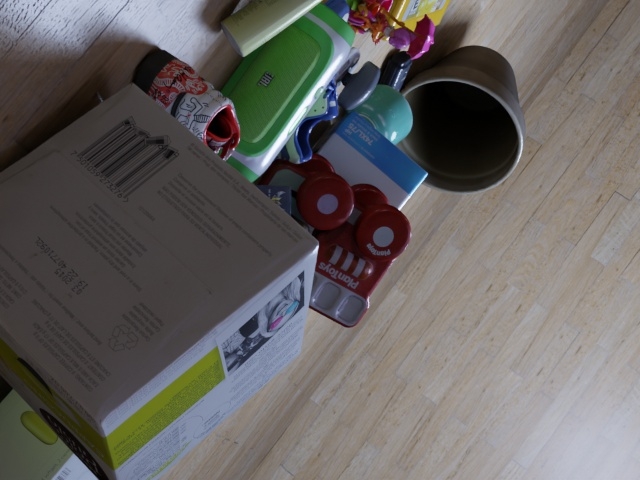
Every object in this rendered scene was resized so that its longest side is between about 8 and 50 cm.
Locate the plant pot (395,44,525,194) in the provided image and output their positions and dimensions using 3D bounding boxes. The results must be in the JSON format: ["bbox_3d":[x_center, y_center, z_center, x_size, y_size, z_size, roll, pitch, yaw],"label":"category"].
[{"bbox_3d":[0.346,-0.319,2.554,0.280,0.323,0.323,-63,175,-45],"label":"plant pot"}]

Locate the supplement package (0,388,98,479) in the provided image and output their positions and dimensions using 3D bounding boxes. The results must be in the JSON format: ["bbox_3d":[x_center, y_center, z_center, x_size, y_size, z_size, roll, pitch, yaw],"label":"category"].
[{"bbox_3d":[-0.442,0.344,1.657,0.262,0.145,0.204,-51,165,-16],"label":"supplement package"}]

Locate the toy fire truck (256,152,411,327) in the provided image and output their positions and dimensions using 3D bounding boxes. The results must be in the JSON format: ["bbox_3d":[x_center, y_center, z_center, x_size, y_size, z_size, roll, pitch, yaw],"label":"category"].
[{"bbox_3d":[0.000,0.000,1.936,0.253,0.302,0.169,-58,-158,9],"label":"toy fire truck"}]

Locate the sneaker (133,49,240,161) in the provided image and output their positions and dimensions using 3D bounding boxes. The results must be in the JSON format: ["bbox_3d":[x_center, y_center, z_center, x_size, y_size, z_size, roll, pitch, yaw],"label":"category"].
[{"bbox_3d":[-0.196,-0.133,1.522,0.090,0.145,0.270,-44,162,-35],"label":"sneaker"}]

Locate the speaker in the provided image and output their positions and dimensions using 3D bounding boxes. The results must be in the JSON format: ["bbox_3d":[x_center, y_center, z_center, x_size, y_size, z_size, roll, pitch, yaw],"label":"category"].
[{"bbox_3d":[-0.073,-0.238,1.701,0.296,0.131,0.131,-55,165,0],"label":"speaker"}]

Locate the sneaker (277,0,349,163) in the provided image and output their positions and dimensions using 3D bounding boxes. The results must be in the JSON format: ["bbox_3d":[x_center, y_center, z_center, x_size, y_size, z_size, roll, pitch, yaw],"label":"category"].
[{"bbox_3d":[-0.007,-0.270,1.833,0.112,0.131,0.296,-20,141,-62],"label":"sneaker"}]

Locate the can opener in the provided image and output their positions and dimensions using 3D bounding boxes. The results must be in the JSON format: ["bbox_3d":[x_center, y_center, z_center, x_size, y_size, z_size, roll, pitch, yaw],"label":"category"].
[{"bbox_3d":[0.001,-0.243,1.980,0.283,0.095,0.076,-50,164,-18],"label":"can opener"}]

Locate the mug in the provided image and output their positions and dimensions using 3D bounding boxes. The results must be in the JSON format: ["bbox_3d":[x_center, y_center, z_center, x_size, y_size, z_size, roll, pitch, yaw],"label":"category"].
[{"bbox_3d":[0.118,-0.237,2.249,0.097,0.130,0.157,-38,115,-43],"label":"mug"}]

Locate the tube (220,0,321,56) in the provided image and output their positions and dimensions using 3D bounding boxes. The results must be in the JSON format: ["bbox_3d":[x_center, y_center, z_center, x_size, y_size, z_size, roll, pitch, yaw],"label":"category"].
[{"bbox_3d":[-0.030,-0.356,1.563,0.240,0.070,0.062,-35,156,-6],"label":"tube"}]

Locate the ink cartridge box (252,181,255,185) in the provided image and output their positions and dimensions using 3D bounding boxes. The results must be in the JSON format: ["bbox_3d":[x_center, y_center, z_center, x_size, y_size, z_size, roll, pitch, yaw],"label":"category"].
[{"bbox_3d":[-0.172,-0.087,1.855,0.104,0.062,0.181,-52,166,-14],"label":"ink cartridge box"}]

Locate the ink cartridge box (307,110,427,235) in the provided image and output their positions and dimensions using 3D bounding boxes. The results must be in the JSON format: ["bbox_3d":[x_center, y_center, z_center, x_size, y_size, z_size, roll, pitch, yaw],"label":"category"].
[{"bbox_3d":[0.035,-0.083,2.135,0.270,0.197,0.198,-52,-172,-10],"label":"ink cartridge box"}]

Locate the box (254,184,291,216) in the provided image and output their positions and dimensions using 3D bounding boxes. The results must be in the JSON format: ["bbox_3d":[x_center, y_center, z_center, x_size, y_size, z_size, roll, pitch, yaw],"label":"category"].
[{"bbox_3d":[-0.144,-0.033,1.723,0.232,0.184,0.059,114,-23,-75],"label":"box"}]

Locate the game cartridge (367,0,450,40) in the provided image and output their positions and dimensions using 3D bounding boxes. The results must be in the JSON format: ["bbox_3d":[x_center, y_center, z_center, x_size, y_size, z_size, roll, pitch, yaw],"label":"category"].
[{"bbox_3d":[0.234,-0.555,2.096,0.285,0.053,0.323,-32,154,-56],"label":"game cartridge"}]

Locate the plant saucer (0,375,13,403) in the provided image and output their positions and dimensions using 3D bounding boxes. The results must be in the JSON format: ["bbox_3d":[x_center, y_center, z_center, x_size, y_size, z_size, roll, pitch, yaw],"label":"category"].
[{"bbox_3d":[-0.488,0.231,1.631,0.278,0.041,0.278,-49,165,-18],"label":"plant saucer"}]

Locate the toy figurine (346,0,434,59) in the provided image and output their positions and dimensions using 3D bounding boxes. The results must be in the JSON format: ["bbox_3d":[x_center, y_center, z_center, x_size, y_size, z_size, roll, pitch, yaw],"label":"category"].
[{"bbox_3d":[0.126,-0.387,1.922,0.173,0.159,0.130,-36,156,-49],"label":"toy figurine"}]

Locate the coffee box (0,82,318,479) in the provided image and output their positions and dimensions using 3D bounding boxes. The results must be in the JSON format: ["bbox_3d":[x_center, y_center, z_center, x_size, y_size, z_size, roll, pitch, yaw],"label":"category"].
[{"bbox_3d":[-0.248,0.077,1.386,0.338,0.338,0.334,-41,161,-24],"label":"coffee box"}]

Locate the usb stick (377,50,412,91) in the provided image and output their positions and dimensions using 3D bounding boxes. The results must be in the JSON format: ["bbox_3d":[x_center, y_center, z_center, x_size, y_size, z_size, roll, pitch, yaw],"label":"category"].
[{"bbox_3d":[0.134,-0.294,2.372,0.077,0.045,0.278,-37,157,-47],"label":"usb stick"}]
